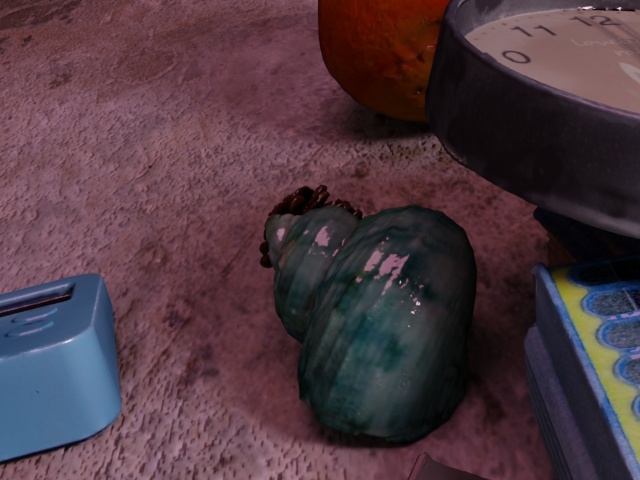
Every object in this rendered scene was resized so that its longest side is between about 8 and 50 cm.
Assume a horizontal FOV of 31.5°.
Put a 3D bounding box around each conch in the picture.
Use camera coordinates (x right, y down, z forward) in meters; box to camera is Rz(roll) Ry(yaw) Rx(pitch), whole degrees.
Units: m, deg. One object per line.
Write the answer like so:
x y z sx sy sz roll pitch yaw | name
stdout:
0.035 0.043 0.901 0.196 0.134 0.202 -30 34 -35 | conch

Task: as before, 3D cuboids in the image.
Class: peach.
0.161 -0.292 1.325 0.373 0.289 0.372 -15 20 6 | peach

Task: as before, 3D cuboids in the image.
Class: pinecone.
0.001 -0.004 1.045 0.109 0.102 0.102 3 30 18 | pinecone

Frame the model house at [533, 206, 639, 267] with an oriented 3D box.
0.275 -0.003 0.860 0.183 0.172 0.166 -16 26 -10 | model house

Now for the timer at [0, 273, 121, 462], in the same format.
-0.298 0.095 0.983 0.232 0.091 0.250 -15 24 -7 | timer

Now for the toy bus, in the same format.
0.235 0.129 0.645 0.190 0.152 0.312 -9 27 2 | toy bus

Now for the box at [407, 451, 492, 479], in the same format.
0.078 0.183 0.703 0.063 0.060 0.084 7 31 22 | box

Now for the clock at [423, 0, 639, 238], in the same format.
0.268 -0.111 0.820 0.386 0.076 0.386 4 29 -2 | clock
